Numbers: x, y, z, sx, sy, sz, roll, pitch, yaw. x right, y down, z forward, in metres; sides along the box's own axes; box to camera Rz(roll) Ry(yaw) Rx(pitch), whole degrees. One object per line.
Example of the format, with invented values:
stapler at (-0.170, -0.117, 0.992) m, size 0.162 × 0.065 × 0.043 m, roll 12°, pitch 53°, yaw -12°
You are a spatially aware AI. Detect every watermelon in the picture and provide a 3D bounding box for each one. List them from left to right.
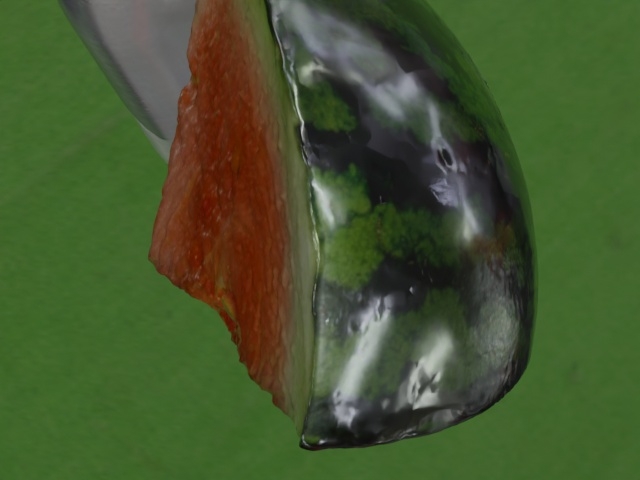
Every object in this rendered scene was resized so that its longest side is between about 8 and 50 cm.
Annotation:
watermelon at (0.018, -0.009, 0.648) m, size 0.137 × 0.145 × 0.193 m, roll -42°, pitch 122°, yaw -3°

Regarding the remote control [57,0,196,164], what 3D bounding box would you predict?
remote control at (-0.042, -0.154, 0.856) m, size 0.332 × 0.103 × 0.221 m, roll 65°, pitch 37°, yaw -67°
